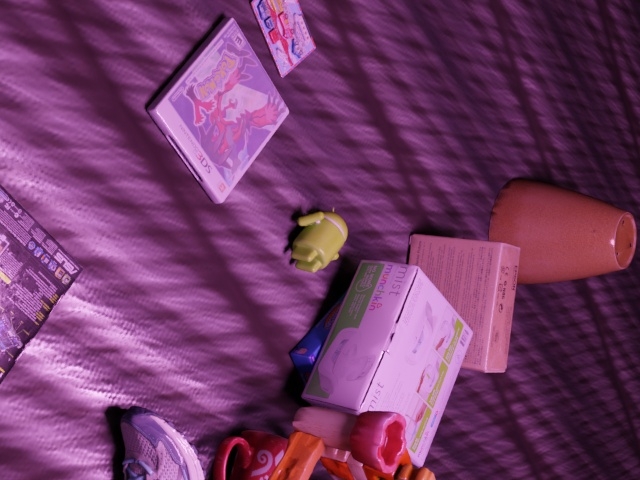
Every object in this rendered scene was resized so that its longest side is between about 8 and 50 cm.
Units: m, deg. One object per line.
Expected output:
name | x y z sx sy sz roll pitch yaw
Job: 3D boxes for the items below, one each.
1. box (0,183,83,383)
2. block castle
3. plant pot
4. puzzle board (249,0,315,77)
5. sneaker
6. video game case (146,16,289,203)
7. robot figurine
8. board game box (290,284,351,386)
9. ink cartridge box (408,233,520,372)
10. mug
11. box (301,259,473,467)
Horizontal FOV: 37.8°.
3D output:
box | -0.388 0.044 1.067 0.184 0.045 0.190 -58 135 -24
block castle | 0.072 0.478 1.372 0.303 0.213 0.453 -57 140 -36
plant pot | 0.528 -0.008 1.988 0.237 0.254 0.237 -10 103 -49
puzzle board | -0.054 -0.331 1.442 0.096 0.011 0.128 -48 129 -35
sneaker | -0.221 0.357 1.257 0.122 0.110 0.283 -33 119 -39
video game case | -0.140 -0.187 1.348 0.201 0.023 0.183 -57 133 -29
robot figurine | 0.000 0.000 1.504 0.115 0.067 0.101 -52 137 -32
board game box | 0.049 0.189 1.601 0.210 0.047 0.160 -47 128 -37
ink cartridge box | 0.253 0.113 1.721 0.088 0.193 0.234 10 88 -52
mug | -0.108 0.376 1.385 0.150 0.113 0.169 26 63 -14
box | 0.120 0.203 1.551 0.231 0.127 0.262 45 61 -43
